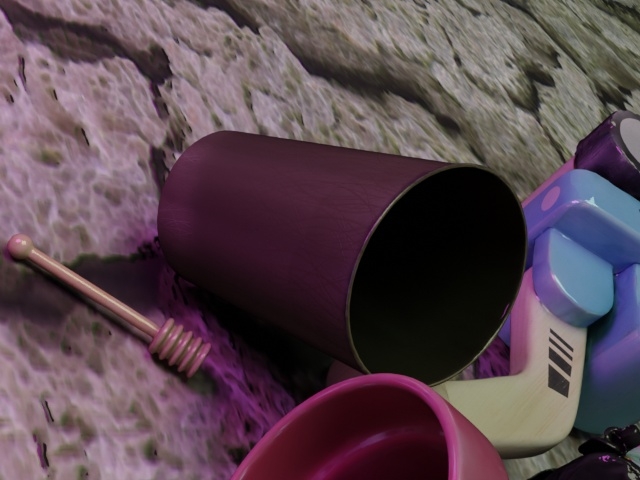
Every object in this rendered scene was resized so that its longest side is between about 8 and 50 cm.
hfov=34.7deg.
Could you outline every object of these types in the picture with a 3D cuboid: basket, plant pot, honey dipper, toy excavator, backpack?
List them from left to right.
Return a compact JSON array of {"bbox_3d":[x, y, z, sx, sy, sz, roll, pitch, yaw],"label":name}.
[{"bbox_3d":[-0.151,0.043,0.729,0.160,0.030,0.030,35,32,-8],"label":"honey dipper"},{"bbox_3d":[0.000,0.000,0.746,0.226,0.154,0.204,17,15,39],"label":"basket"},{"bbox_3d":[0.052,0.210,0.610,0.180,0.201,0.201,45,28,-27],"label":"plant pot"},{"bbox_3d":[0.235,0.083,0.955,0.432,0.222,0.445,30,42,-15],"label":"toy excavator"},{"bbox_3d":[0.233,0.226,0.833,0.182,0.152,0.115,11,47,-58],"label":"backpack"}]
